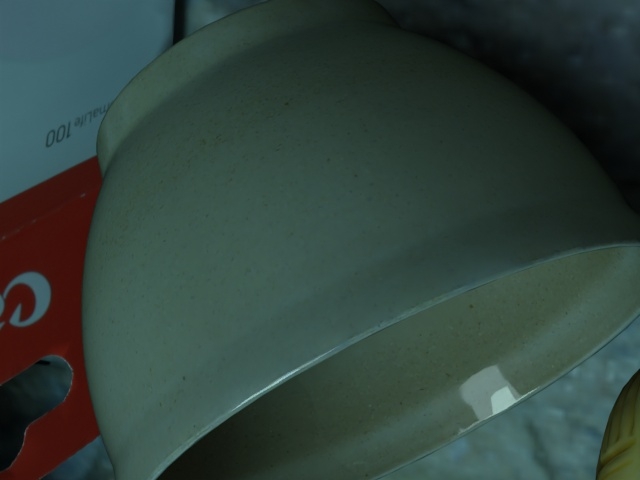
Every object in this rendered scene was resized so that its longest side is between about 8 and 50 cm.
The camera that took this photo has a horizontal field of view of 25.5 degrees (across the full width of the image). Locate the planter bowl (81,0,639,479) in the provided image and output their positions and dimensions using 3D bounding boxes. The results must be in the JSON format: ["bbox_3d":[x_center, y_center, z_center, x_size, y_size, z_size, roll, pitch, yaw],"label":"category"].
[{"bbox_3d":[0.000,0.000,0.399,0.162,0.162,0.109,-41,67,33],"label":"planter bowl"}]

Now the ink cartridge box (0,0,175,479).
[{"bbox_3d":[-0.109,-0.026,0.404,0.066,0.189,0.232,-5,110,41],"label":"ink cartridge box"}]

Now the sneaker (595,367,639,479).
[{"bbox_3d":[0.203,0.121,0.339,0.296,0.111,0.131,40,133,-19],"label":"sneaker"}]
